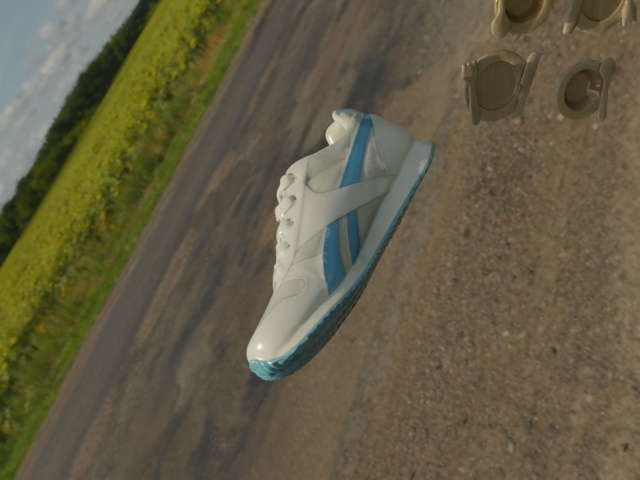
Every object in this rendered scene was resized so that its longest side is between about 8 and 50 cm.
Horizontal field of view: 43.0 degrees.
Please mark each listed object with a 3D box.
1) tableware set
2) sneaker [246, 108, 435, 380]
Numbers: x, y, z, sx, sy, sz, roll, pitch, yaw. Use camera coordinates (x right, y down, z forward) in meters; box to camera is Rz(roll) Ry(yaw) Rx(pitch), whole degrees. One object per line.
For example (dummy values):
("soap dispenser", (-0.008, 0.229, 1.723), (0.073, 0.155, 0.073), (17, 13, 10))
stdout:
("tableware set", (0.198, -0.168, 0.692), (0.020, 0.168, 0.141), (-127, 35, -55))
("sneaker", (0.000, 0.000, 0.609), (0.229, 0.092, 0.087), (-59, -6, -27))
